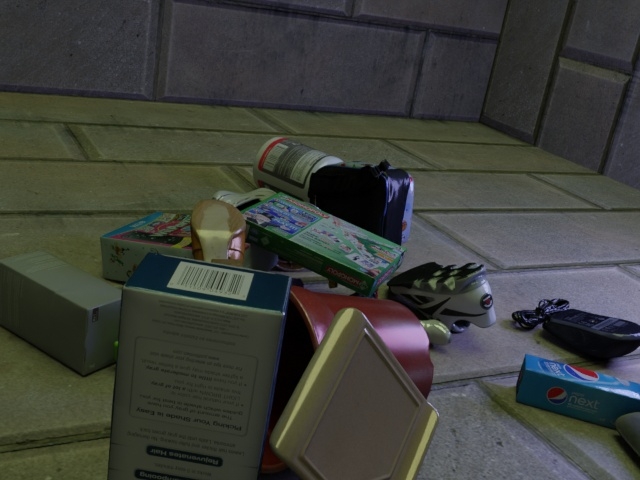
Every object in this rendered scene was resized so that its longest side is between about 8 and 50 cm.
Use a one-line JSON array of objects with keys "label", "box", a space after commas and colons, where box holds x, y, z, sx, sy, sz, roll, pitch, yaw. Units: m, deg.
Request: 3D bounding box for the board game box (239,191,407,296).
[{"label": "board game box", "box": [0.000, 0.000, 1.557, 0.317, 0.046, 0.213, 25, 23, 16]}]

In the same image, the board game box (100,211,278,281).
[{"label": "board game box", "box": [-0.271, 0.023, 1.592, 0.303, 0.098, 0.224, 6, 18, 19]}]

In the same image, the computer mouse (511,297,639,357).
[{"label": "computer mouse", "box": [0.572, 0.199, 1.639, 0.188, 0.072, 0.272, -10, 16, -38]}]

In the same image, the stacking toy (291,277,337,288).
[{"label": "stacking toy", "box": [-0.066, 0.106, 1.494, 0.166, 0.052, 0.221, -12, 13, 22]}]

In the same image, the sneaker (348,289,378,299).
[{"label": "sneaker", "box": [0.041, 0.140, 1.481, 0.125, 0.104, 0.262, 12, 20, 11]}]

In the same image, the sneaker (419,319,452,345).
[{"label": "sneaker", "box": [0.191, 0.184, 1.522, 0.152, 0.054, 0.061, 16, 30, 33]}]

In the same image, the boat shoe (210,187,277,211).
[{"label": "boat shoe", "box": [-0.171, -0.083, 1.952, 0.088, 0.096, 0.267, 29, 13, 30]}]

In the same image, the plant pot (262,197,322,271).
[{"label": "plant pot", "box": [-0.083, -0.027, 1.807, 0.166, 0.167, 0.165, 1, 14, -22]}]

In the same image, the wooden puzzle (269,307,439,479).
[{"label": "wooden puzzle", "box": [0.049, 0.242, 0.975, 0.044, 0.239, 0.221, -9, 39, 44]}]

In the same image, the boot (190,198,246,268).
[{"label": "boot", "box": [-0.197, 0.075, 1.372, 0.104, 0.211, 0.295, 6, 31, -17]}]

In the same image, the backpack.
[{"label": "backpack", "box": [0.098, -0.088, 1.914, 0.263, 0.277, 0.213, 17, 15, 35]}]

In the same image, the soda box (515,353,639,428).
[{"label": "soda box", "box": [0.466, 0.275, 1.367, 0.210, 0.071, 0.067, 14, 21, 10]}]

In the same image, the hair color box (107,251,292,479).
[{"label": "hair color box", "box": [-0.145, 0.201, 0.877, 0.173, 0.348, 0.105, 10, 21, -1]}]

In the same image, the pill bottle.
[{"label": "pill bottle", "box": [-0.029, -0.175, 2.177, 0.318, 0.177, 0.176, 25, 25, 34]}]

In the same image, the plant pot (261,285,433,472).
[{"label": "plant pot", "box": [0.011, 0.192, 1.143, 0.265, 0.273, 0.272, 3, 20, -41]}]

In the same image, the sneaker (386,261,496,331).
[{"label": "sneaker", "box": [0.254, 0.130, 1.625, 0.122, 0.146, 0.330, -27, 11, -19]}]

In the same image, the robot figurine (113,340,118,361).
[{"label": "robot figurine", "box": [-0.282, 0.194, 1.235, 0.115, 0.067, 0.101, 17, 27, 18]}]

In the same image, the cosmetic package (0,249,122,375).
[{"label": "cosmetic package", "box": [-0.439, 0.117, 1.283, 0.237, 0.127, 0.107, 22, 23, 25]}]

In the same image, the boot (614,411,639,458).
[{"label": "boot", "box": [0.602, 0.362, 1.224, 0.189, 0.076, 0.208, 12, 14, -2]}]
